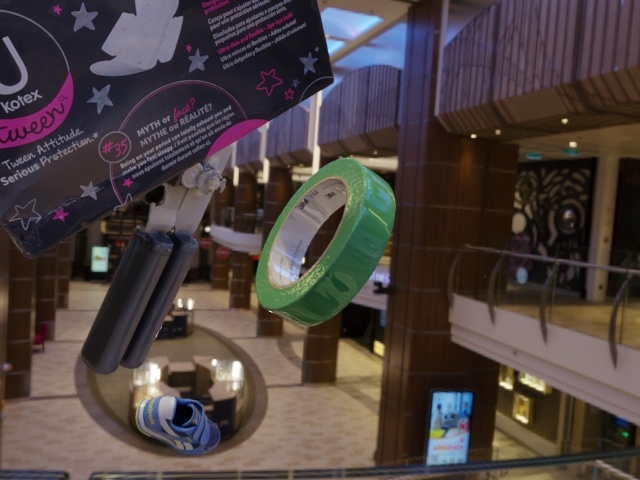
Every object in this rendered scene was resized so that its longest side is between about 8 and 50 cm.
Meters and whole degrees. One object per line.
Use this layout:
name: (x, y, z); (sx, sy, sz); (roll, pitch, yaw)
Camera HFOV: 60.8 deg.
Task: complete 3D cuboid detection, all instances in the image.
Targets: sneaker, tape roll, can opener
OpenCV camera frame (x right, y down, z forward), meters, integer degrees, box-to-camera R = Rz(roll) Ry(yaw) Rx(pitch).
sneaker: (-0.172, 0.242, 0.712); (0.059, 0.053, 0.144); (-23, -40, 20)
tape roll: (0.000, 0.000, 1.023); (0.077, 0.322, 0.321); (33, -11, -26)
can opener: (-0.171, 0.004, 0.558); (0.093, 0.281, 0.074); (29, 12, 27)

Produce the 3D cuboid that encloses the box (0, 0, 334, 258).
box: (-0.141, -0.135, 0.370); (0.247, 0.142, 0.163); (-36, 43, -25)
